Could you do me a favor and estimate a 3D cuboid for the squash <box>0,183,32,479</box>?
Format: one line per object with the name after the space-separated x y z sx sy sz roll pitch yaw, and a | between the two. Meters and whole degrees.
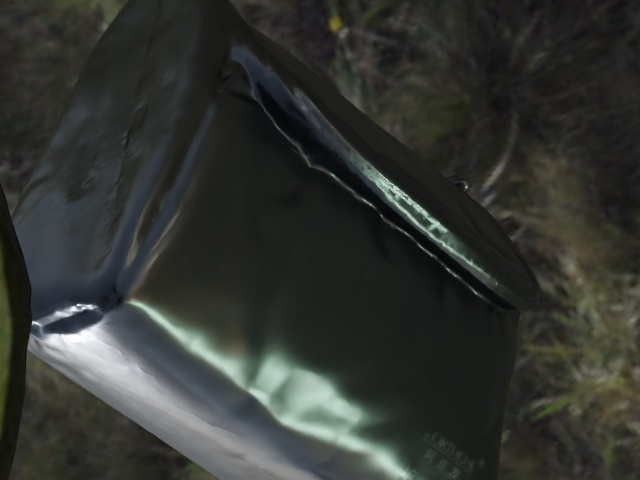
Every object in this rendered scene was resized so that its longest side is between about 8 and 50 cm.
-0.264 0.024 0.306 0.310 0.309 0.310 -1 85 15 | squash

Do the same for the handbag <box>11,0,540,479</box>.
0.002 0.000 0.845 0.178 0.275 0.302 -12 139 46 | handbag
